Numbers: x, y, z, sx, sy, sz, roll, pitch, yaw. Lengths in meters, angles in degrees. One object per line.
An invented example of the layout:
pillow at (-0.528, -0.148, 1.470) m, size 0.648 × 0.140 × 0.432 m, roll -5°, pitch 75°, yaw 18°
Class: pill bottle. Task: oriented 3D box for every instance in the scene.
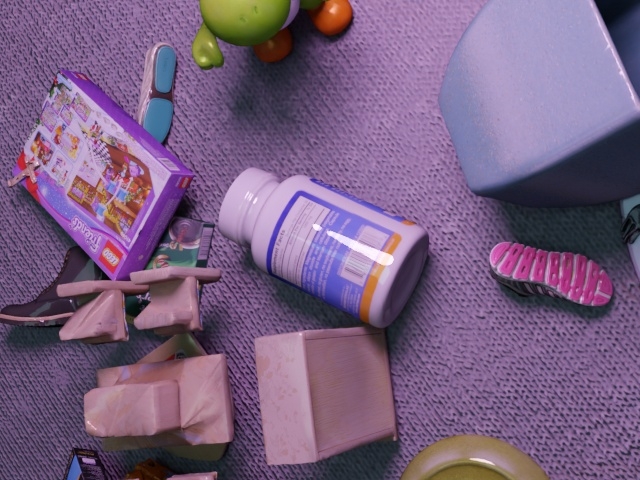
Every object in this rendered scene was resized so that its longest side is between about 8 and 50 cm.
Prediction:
pill bottle at (0.000, 0.000, 1.238) m, size 0.272 × 0.152 × 0.152 m, roll 25°, pitch 98°, yaw 20°

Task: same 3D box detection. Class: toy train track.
toy train track at (-0.479, -0.107, 1.425) m, size 0.083 × 0.014 × 0.048 m, roll -29°, pitch 76°, yaw 32°

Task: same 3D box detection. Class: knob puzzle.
knob puzzle at (-0.205, 0.252, 1.374) m, size 0.213 × 0.030 × 0.213 m, roll 5°, pitch 103°, yaw 22°

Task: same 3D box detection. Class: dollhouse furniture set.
dollhouse furniture set at (-0.129, 0.219, 1.239) m, size 0.394 × 0.256 × 0.361 m, roll -10°, pitch 81°, yaw 27°

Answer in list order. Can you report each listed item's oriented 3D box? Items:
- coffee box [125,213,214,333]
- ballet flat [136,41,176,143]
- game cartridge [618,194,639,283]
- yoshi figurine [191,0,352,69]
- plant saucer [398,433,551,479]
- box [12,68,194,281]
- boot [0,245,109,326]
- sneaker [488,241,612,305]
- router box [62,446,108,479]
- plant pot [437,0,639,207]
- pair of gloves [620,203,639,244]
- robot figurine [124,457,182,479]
coffee box at (-0.237, 0.051, 1.384) m, size 0.113 × 0.040 × 0.184 m, roll 14°, pitch 95°, yaw 19°
ballet flat at (-0.259, -0.227, 1.398) m, size 0.052 × 0.057 × 0.168 m, roll 11°, pitch 90°, yaw 50°
game cartridge at (0.495, 0.019, 1.108) m, size 0.196 × 0.060 × 0.294 m, roll -24°, pitch 81°, yaw 22°
yoshi figurine at (-0.079, -0.306, 1.159) m, size 0.203 × 0.362 × 0.203 m, roll 22°, pitch 96°, yaw 19°
plant saucer at (0.210, 0.389, 1.217) m, size 0.241 × 0.037 × 0.240 m, roll 0°, pitch 90°, yaw 21°
box at (-0.345, -0.103, 1.380) m, size 0.293 × 0.057 × 0.201 m, roll 42°, pitch 112°, yaw 25°
boot at (-0.426, 0.073, 1.445) m, size 0.198 × 0.077 × 0.136 m, roll -3°, pitch 84°, yaw 7°
sneaker at (0.299, 0.047, 1.178) m, size 0.171 × 0.075 × 0.063 m, roll 15°, pitch 77°, yaw -2°
router box at (-0.381, 0.434, 1.390) m, size 0.133 × 0.046 × 0.178 m, roll 27°, pitch 102°, yaw 64°
plant pot at (0.290, -0.165, 1.070) m, size 0.252 × 0.247 × 0.247 m, roll -34°, pitch 61°, yaw 38°
pair of gloves at (0.420, -0.013, 1.103) m, size 0.083 × 0.010 × 0.074 m, roll 34°, pitch 101°, yaw 18°
robot figurine at (-0.187, 0.469, 1.337) m, size 0.291 × 0.085 × 0.211 m, roll 29°, pitch 100°, yaw 18°
